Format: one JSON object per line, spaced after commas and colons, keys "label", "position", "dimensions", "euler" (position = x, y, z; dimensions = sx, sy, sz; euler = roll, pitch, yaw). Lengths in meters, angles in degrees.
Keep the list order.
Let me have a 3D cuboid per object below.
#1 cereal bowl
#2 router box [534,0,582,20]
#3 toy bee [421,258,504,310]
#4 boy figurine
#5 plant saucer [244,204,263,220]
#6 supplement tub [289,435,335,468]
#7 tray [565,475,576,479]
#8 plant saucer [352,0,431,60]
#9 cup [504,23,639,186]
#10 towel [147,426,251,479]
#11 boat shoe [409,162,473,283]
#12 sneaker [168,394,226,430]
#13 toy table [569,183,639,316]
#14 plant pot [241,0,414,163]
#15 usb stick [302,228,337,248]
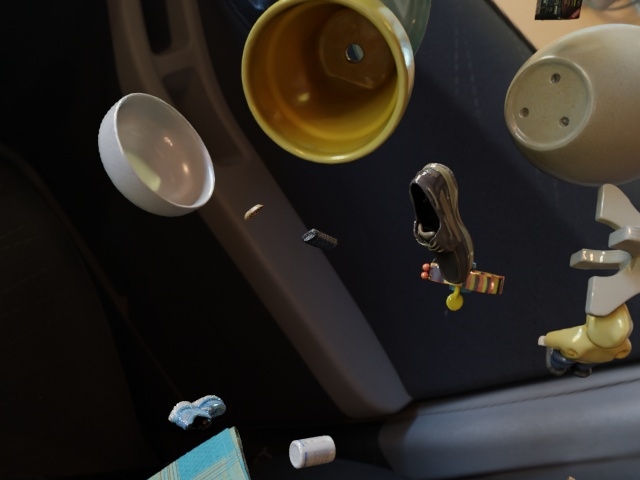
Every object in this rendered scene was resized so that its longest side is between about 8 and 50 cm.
{"label": "cereal bowl", "position": [-0.447, -0.208, 1.422], "dimensions": [0.339, 0.141, 0.339], "euler": [44, 30, -35]}
{"label": "router box", "position": [0.415, -0.444, 0.923], "dimensions": [0.038, 0.122, 0.092], "euler": [-2, 22, -7]}
{"label": "toy bee", "position": [0.399, 0.117, 1.648], "dimensions": [0.162, 0.298, 0.195], "euler": [5, 75, -33]}
{"label": "boy figurine", "position": [0.547, 0.207, 1.107], "dimensions": [0.285, 0.177, 0.092], "euler": [80, 16, -59]}
{"label": "plant saucer", "position": [-0.235, -0.101, 1.871], "dimensions": [0.015, 0.083, 0.083], "euler": [52, 34, 2]}
{"label": "supplement tub", "position": [-0.022, 0.564, 1.432], "dimensions": [0.107, 0.071, 0.071], "euler": [5, 57, -31]}
{"label": "tray", "position": [0.496, 0.560, 0.779], "dimensions": [0.411, 0.203, 0.076], "euler": [32, 24, 16]}
{"label": "plant saucer", "position": [0.160, -0.546, 1.261], "dimensions": [0.044, 0.317, 0.318], "euler": [25, 18, 34]}
{"label": "cup", "position": [0.497, -0.261, 1.043], "dimensions": [0.237, 0.331, 0.331], "euler": [-9, 69, -41]}
{"label": "towel", "position": [-0.288, 0.512, 0.965], "dimensions": [0.040, 0.370, 0.271], "euler": [61, -9, -21]}
{"label": "boat shoe", "position": [0.319, -0.032, 1.491], "dimensions": [0.130, 0.132, 0.355], "euler": [-27, 106, -28]}
{"label": "sneaker", "position": [-0.276, 0.413, 1.249], "dimensions": [0.073, 0.063, 0.162], "euler": [33, 13, 28]}
{"label": "toy table", "position": [0.591, 0.032, 0.997], "dimensions": [0.161, 0.252, 0.274], "euler": [10, 66, 7]}
{"label": "plant pot", "position": [0.034, -0.284, 0.873], "dimensions": [0.254, 0.254, 0.239], "euler": [47, 34, -12]}
{"label": "usb stick", "position": [0.000, 0.000, 2.211], "dimensions": [0.045, 0.077, 0.278], "euler": [66, 14, 15]}
